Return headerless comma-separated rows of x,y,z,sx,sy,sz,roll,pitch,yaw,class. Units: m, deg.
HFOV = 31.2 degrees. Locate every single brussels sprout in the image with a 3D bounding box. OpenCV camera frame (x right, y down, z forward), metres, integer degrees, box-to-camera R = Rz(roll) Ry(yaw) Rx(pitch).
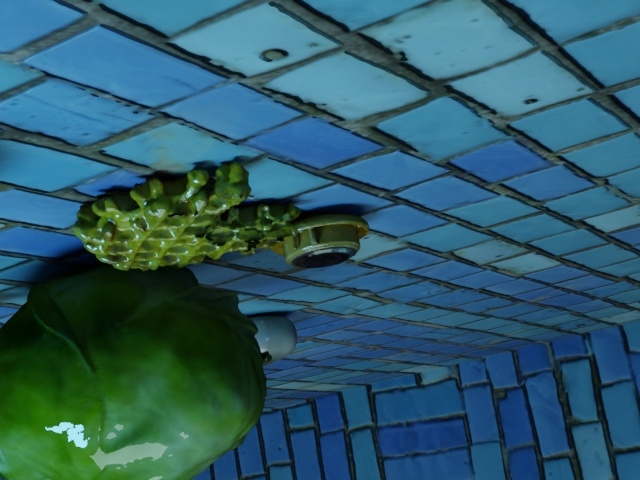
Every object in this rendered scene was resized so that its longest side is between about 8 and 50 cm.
-0.303,0.194,1.612,0.425,0.343,0.361,-17,161,19,brussels sprout

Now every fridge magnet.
0.000,0.000,1.612,0.143,0.063,0.143,-10,163,-3,fridge magnet

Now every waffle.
-0.171,-0.015,1.434,0.259,0.069,0.293,-15,164,15,waffle

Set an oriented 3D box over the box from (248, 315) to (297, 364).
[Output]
-0.134,0.204,2.277,0.145,0.088,0.200,-2,163,-35,box
